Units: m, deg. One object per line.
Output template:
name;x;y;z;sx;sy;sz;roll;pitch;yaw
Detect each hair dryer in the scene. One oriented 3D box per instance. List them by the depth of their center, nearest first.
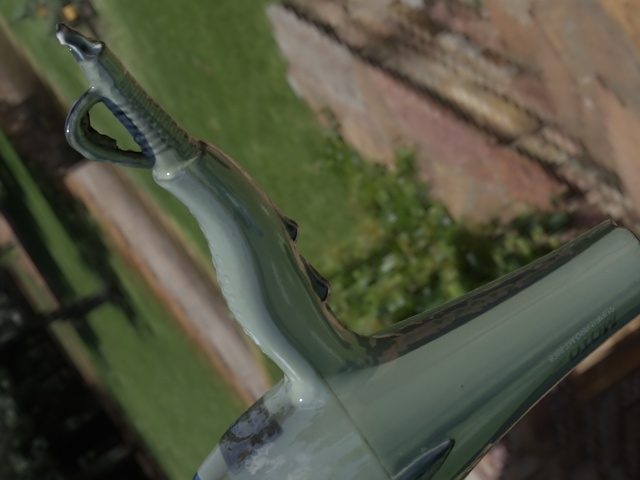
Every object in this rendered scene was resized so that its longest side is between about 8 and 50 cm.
hair dryer;0.020;-0.001;0.541;0.067;0.167;0.199;43;152;59
